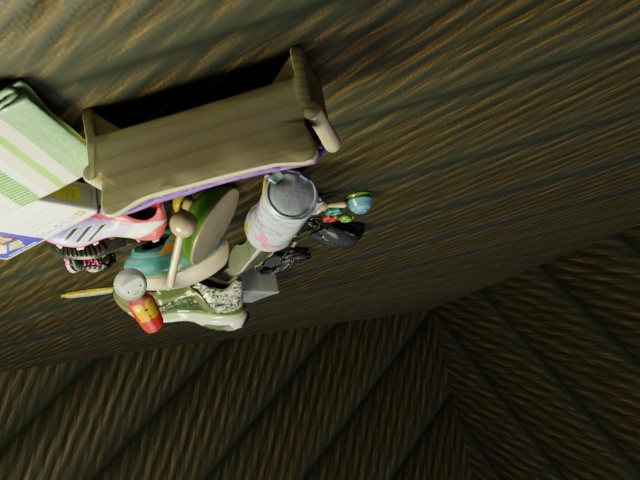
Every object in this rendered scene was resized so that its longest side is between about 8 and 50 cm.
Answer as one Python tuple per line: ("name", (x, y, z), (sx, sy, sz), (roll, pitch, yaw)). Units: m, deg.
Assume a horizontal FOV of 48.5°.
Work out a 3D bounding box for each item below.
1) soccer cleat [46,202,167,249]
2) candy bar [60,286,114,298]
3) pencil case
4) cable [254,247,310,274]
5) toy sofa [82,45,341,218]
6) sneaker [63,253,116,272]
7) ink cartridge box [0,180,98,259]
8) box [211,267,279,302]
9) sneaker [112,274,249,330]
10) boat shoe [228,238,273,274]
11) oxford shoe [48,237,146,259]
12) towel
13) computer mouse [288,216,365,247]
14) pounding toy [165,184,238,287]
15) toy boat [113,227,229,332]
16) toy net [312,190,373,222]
("soccer cleat", (-0.441, -0.040, 1.460), (0.248, 0.083, 0.095), (-2, 134, -18))
("candy bar", (-0.691, 0.156, 2.121), (0.161, 0.018, 0.040), (-5, 165, -22))
("pencil case", (-0.093, -0.060, 1.548), (0.124, 0.113, 0.273), (33, 159, -3))
("cable", (-0.119, 0.063, 2.188), (0.184, 0.047, 0.150), (-27, 165, 39))
("toy sofa", (-0.159, -0.137, 1.068), (0.362, 0.177, 0.150), (-15, 165, 9))
("sneaker", (-0.547, 0.042, 1.697), (0.074, 0.063, 0.170), (-14, 171, 12))
("ink cartridge box", (-0.616, -0.050, 1.263), (0.303, 0.072, 0.307), (-20, 160, 32))
("box", (-0.240, 0.139, 2.271), (0.130, 0.091, 0.170), (-22, 163, 34))
("sneaker", (-0.409, 0.143, 2.123), (0.410, 0.182, 0.158), (7, -156, -5))
("boat shoe", (-0.185, 0.038, 1.938), (0.068, 0.081, 0.227), (1, 159, -30))
("oxford shoe", (-0.475, 0.003, 1.561), (0.227, 0.083, 0.096), (-8, 170, -10))
("towel", (-0.514, -0.099, 1.041), (0.324, 0.038, 0.248), (-26, 159, 1))
("computer mouse", (0.000, 0.000, 1.985), (0.184, 0.060, 0.262), (-23, 162, 34))
("pounding toy", (-0.273, -0.041, 1.461), (0.237, 0.110, 0.183), (-50, 168, -56))
("toy boat", (-0.349, 0.055, 1.582), (0.267, 0.148, 0.318), (-12, -151, 21))
("toy net", (0.018, -0.084, 1.710), (0.232, 0.045, 0.122), (3, 162, -41))
